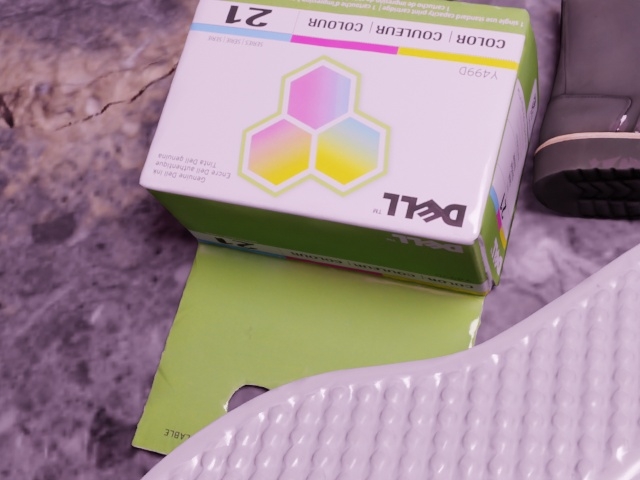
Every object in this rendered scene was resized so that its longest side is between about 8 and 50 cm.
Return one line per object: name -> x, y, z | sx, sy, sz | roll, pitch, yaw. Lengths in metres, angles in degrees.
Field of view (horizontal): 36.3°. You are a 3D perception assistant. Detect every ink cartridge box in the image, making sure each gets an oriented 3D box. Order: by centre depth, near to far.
ink cartridge box -> 0.000, 0.000, 0.528 | 0.188, 0.097, 0.255 | 10, 72, 18

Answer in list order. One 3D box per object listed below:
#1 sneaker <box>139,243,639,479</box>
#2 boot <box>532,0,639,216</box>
sneaker -> 0.072, 0.112, 0.419 | 0.321, 0.127, 0.126 | -21, 49, -9
boot -> 0.217, -0.087, 0.520 | 0.197, 0.077, 0.137 | 3, 65, 15
